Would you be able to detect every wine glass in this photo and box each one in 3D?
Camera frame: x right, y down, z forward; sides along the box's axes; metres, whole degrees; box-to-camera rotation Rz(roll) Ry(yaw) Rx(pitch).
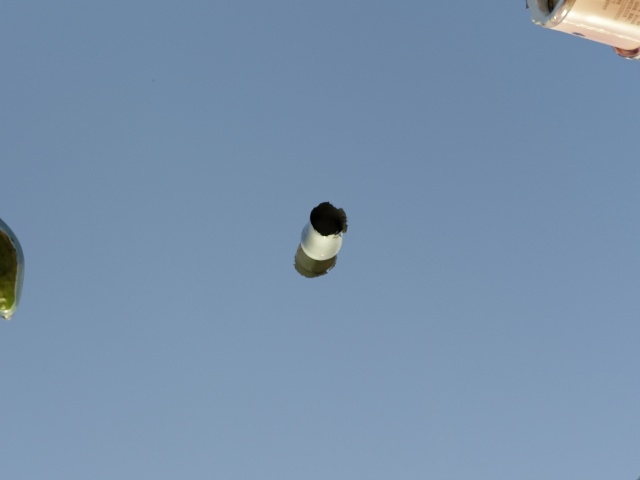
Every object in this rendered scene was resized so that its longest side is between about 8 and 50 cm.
[{"bbox_3d":[0.000,0.000,0.774,0.042,0.083,0.039,-31,-103,-18],"label":"wine glass"}]

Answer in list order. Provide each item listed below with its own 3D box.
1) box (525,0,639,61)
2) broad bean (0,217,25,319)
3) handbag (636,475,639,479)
[{"bbox_3d":[0.284,-0.259,0.915,0.135,0.151,0.151,7,-82,-10],"label":"box"},{"bbox_3d":[-0.291,-0.051,0.696,0.052,0.053,0.256,-43,-71,-42],"label":"broad bean"},{"bbox_3d":[0.182,0.063,0.204,0.079,0.256,0.219,37,-80,-8],"label":"handbag"}]
